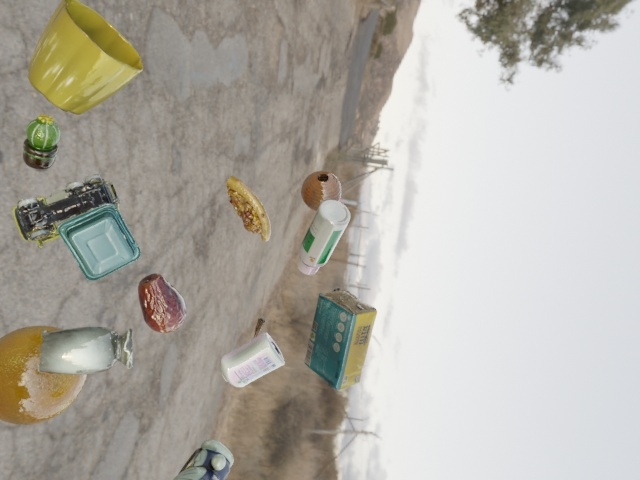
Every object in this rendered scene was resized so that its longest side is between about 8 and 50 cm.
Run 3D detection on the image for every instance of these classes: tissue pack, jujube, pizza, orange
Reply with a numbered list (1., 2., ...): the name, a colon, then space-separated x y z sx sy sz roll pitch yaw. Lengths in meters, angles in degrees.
1. tissue pack: 0.067 0.320 1.690 0.192 0.133 0.271 28 -69 45
2. jujube: -0.653 0.256 2.089 0.190 0.189 0.255 -77 151 -56
3. pizza: -0.235 -0.099 1.688 0.058 0.127 0.247 -42 124 -34
4. orange: -0.793 0.370 1.421 0.274 0.274 0.275 9 90 -87

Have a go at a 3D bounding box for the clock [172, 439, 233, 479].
1. clock: -0.324 0.658 1.377 0.199 0.146 0.243 -46 -174 15

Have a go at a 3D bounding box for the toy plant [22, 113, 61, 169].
1. toy plant: -0.814 -0.291 1.495 0.093 0.092 0.162 -77 -167 -57

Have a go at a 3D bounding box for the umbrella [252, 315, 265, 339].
1. umbrella: -0.169 0.242 1.390 0.083 0.020 0.031 -63 -152 14

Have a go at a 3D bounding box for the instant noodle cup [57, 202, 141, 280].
1. instant noodle cup: -0.568 0.010 1.325 0.070 0.157 0.179 31 -34 61

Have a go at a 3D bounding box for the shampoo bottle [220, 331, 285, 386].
1. shampoo bottle: -0.115 0.197 0.826 0.043 0.099 0.072 60 -2 47

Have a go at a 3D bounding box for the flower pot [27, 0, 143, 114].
1. flower pot: -0.510 -0.376 1.084 0.179 0.195 0.195 -40 -172 13

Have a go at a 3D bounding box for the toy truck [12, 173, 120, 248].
1. toy truck: -0.716 -0.082 1.479 0.124 0.272 0.157 65 -15 8

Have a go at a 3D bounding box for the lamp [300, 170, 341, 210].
1. lamp: 0.003 -0.162 1.675 0.136 0.136 0.137 9 90 -87

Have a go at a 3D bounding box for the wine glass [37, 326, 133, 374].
1. wine glass: -0.545 0.258 1.201 0.111 0.204 0.111 -177 -90 -69

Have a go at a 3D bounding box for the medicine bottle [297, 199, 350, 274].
1. medicine bottle: 0.000 0.000 1.446 0.260 0.095 0.095 116 -11 -46
